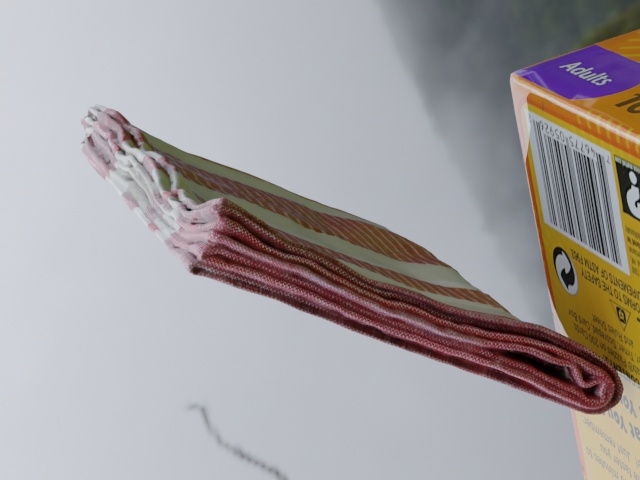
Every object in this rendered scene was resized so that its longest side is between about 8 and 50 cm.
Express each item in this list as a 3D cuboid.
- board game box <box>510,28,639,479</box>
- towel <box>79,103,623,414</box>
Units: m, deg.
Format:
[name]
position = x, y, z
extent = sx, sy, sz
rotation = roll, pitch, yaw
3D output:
[board game box]
position = 0.353, 0.067, 0.869
extent = 0.356, 0.356, 0.356
rotation = -140, 34, -63
[towel]
position = 0.000, 0.000, 0.995
extent = 0.237, 0.037, 0.329
rotation = 21, -174, -22
